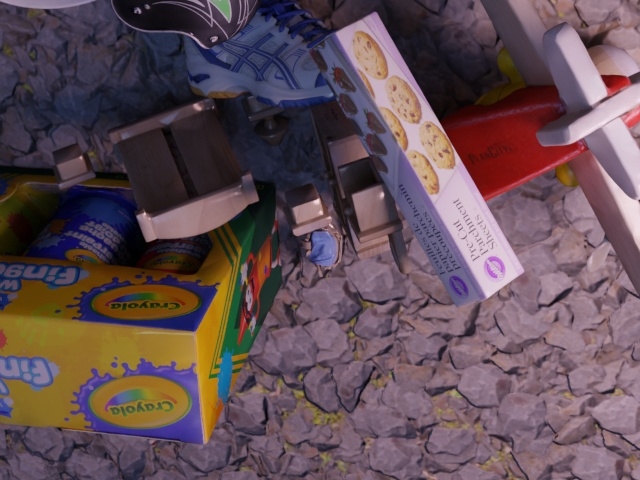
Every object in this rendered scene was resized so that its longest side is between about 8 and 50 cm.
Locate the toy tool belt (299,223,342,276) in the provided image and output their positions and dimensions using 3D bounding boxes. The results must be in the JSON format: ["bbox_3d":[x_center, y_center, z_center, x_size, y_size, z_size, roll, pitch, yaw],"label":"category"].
[{"bbox_3d":[0.000,0.000,1.941,0.052,0.051,0.083,-1,118,14],"label":"toy tool belt"}]

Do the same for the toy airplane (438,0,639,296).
[{"bbox_3d":[0.265,-0.145,1.669,0.384,0.272,0.386,35,142,32],"label":"toy airplane"}]

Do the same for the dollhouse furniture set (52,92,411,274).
[{"bbox_3d":[-0.106,-0.020,1.788,0.355,0.303,0.174,-20,127,-4],"label":"dollhouse furniture set"}]

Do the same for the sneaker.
[{"bbox_3d":[-0.053,-0.230,1.748,0.296,0.112,0.131,7,115,38],"label":"sneaker"}]

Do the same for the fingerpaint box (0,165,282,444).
[{"bbox_3d":[-0.306,0.061,1.866,0.444,0.371,0.163,4,119,12],"label":"fingerpaint box"}]

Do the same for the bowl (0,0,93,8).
[{"bbox_3d":[-0.308,-0.419,1.711,0.297,0.134,0.298,-8,131,-9],"label":"bowl"}]

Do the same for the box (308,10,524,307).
[{"bbox_3d":[0.102,-0.085,1.622,0.324,0.067,0.063,61,149,-3],"label":"box"}]

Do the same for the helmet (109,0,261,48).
[{"bbox_3d":[-0.139,-0.298,1.666,0.161,0.169,0.169,10,121,-3],"label":"helmet"}]
